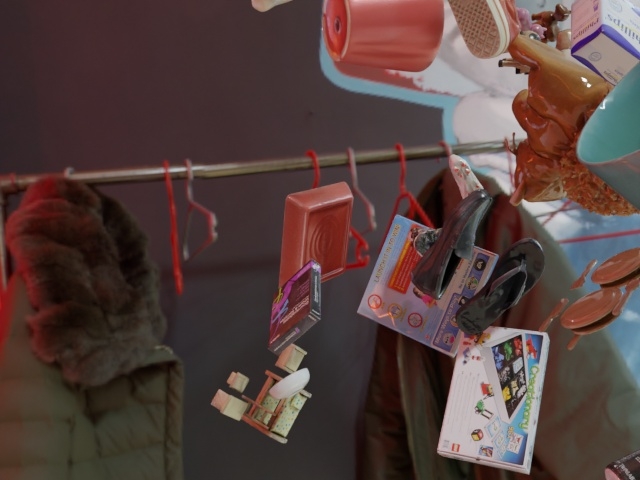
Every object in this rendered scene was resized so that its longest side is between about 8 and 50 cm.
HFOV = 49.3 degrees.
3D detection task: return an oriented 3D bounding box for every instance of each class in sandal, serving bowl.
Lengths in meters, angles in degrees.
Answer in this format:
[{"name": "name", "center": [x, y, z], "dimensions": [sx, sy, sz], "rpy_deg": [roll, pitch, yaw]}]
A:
[{"name": "sandal", "center": [0.396, 0.110, 1.507], "dimensions": [0.097, 0.254, 0.054], "rpy_deg": [33, 16, -8]}, {"name": "serving bowl", "center": [-0.053, 0.268, 1.280], "dimensions": [0.083, 0.027, 0.083], "rpy_deg": [-29, -18, -10]}]

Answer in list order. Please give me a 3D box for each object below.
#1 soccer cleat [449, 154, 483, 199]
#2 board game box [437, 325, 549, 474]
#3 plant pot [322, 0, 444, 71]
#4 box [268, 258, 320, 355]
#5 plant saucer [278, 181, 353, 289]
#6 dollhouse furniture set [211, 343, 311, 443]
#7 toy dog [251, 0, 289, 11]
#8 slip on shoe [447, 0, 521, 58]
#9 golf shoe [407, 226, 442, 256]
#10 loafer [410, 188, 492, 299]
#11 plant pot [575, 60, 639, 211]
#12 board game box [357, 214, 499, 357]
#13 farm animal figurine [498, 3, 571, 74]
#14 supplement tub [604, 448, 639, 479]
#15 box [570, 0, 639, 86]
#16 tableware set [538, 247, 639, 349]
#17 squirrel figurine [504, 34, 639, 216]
[{"name": "soccer cleat", "center": [0.440, -0.176, 2.095], "dimensions": [0.068, 0.196, 0.076], "rpy_deg": [-27, 32, 8]}, {"name": "board game box", "center": [0.385, 0.342, 1.546], "dimensions": [0.193, 0.305, 0.053], "rpy_deg": [4, -27, 29]}, {"name": "plant pot", "center": [0.148, -0.563, 1.796], "dimensions": [0.243, 0.275, 0.275], "rpy_deg": [-9, -3, -19]}, {"name": "box", "center": [-0.046, 0.120, 1.276], "dimensions": [0.116, 0.029, 0.162], "rpy_deg": [-43, 24, 24]}, {"name": "plant saucer", "center": [0.000, 0.000, 1.713], "dimensions": [0.047, 0.258, 0.259], "rpy_deg": [16, 20, 30]}, {"name": "dollhouse furniture set", "center": [-0.096, 0.283, 1.379], "dimensions": [0.101, 0.182, 0.161], "rpy_deg": [18, -15, 41]}, {"name": "toy dog", "center": [-0.069, -0.758, 1.775], "dimensions": [0.395, 0.284, 0.408], "rpy_deg": [-32, 29, 1]}, {"name": "slip on shoe", "center": [0.280, -0.499, 1.269], "dimensions": [0.101, 0.331, 0.123], "rpy_deg": [-31, 15, -36]}, {"name": "golf shoe", "center": [0.266, 0.005, 1.834], "dimensions": [0.094, 0.077, 0.198], "rpy_deg": [7, 6, 25]}, {"name": "loafer", "center": [0.255, 0.009, 1.292], "dimensions": [0.078, 0.223, 0.076], "rpy_deg": [40, 16, 31]}, {"name": "plant pot", "center": [0.474, -0.108, 0.759], "dimensions": [0.293, 0.235, 0.293], "rpy_deg": [-46, 7, 7]}, {"name": "board game box", "center": [0.301, 0.124, 1.969], "dimensions": [0.302, 0.308, 0.086], "rpy_deg": [24, 8, 18]}, {"name": "farm animal figurine", "center": [0.580, -0.444, 1.766], "dimensions": [0.172, 0.327, 0.330], "rpy_deg": [8, 34, 36]}, {"name": "supplement tub", "center": [0.897, 0.586, 1.735], "dimensions": [0.316, 0.194, 0.193], "rpy_deg": [-25, -4, 0]}, {"name": "box", "center": [0.503, -0.354, 1.207], "dimensions": [0.126, 0.137, 0.072], "rpy_deg": [26, -33, -20]}, {"name": "tableware set", "center": [0.397, 0.073, 0.953], "dimensions": [0.194, 0.039, 0.128], "rpy_deg": [-38, 6, -37]}, {"name": "squirrel figurine", "center": [0.557, -0.205, 1.540], "dimensions": [0.281, 0.397, 0.370], "rpy_deg": [-5, -47, -21]}]
